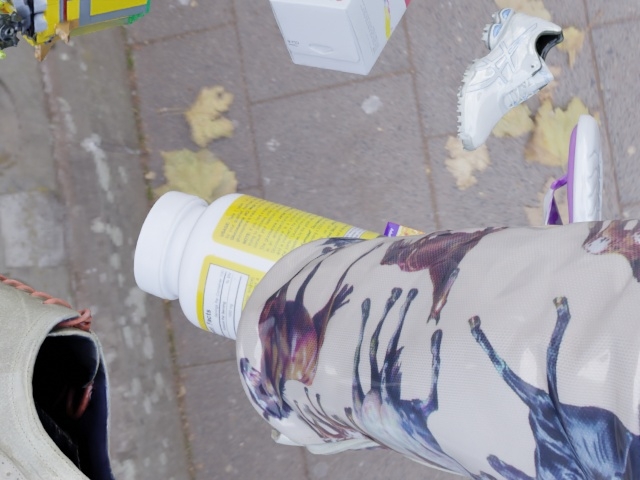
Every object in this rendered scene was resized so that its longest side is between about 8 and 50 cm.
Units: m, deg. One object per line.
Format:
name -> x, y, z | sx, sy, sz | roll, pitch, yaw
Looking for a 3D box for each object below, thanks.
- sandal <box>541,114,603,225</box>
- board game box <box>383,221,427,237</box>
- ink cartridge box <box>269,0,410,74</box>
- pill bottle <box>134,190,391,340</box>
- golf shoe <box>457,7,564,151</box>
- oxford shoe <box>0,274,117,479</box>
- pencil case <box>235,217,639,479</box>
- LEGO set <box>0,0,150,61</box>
sandal -> 0.353, 0.025, 1.410 | 0.102, 0.169, 0.416 | 3, 96, 18
board game box -> 0.161, 0.070, 1.331 | 0.193, 0.045, 0.147 | 17, 88, 29
ink cartridge box -> 0.034, -0.346, 1.372 | 0.128, 0.127, 0.176 | 13, 61, 28
pill bottle -> -0.061, 0.047, 1.249 | 0.333, 0.188, 0.188 | 17, 96, 14
golf shoe -> 0.203, -0.172, 1.036 | 0.086, 0.069, 0.176 | 15, 72, 29
oxford shoe -> -0.188, 0.072, 0.581 | 0.130, 0.123, 0.348 | -35, 52, 3
pencil case -> 0.103, 0.082, 0.607 | 0.410, 0.160, 0.184 | -2, 66, 56
LEGO set -> -0.211, -0.246, 0.467 | 0.255, 0.192, 0.331 | 50, 143, 23
